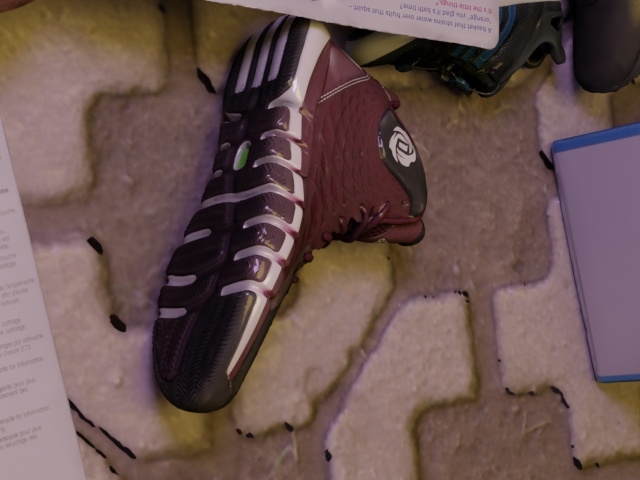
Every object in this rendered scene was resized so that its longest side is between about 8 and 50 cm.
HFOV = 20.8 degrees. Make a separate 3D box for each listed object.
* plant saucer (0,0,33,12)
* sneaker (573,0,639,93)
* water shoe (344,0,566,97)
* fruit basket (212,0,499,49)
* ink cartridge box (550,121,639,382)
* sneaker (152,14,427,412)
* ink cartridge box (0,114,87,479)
[{"bbox_3d":[-0.226,-0.219,1.007,0.198,0.036,0.198,17,52,-22],"label":"plant saucer"},{"bbox_3d":[0.209,-0.257,1.331,0.130,0.109,0.286,3,95,-21],"label":"sneaker"},{"bbox_3d":[0.109,-0.141,1.267,0.203,0.073,0.080,-21,99,-35],"label":"water shoe"},{"bbox_3d":[-0.016,-0.317,1.152,0.327,0.165,0.353,4,88,-34],"label":"fruit basket"},{"bbox_3d":[0.356,-0.015,1.355,0.270,0.198,0.197,-12,91,-37],"label":"ink cartridge box"},{"bbox_3d":[0.000,0.000,1.155,0.162,0.106,0.281,29,68,-33],"label":"sneaker"},{"bbox_3d":[-0.251,0.022,0.991,0.176,0.069,0.371,-15,95,-37],"label":"ink cartridge box"}]
